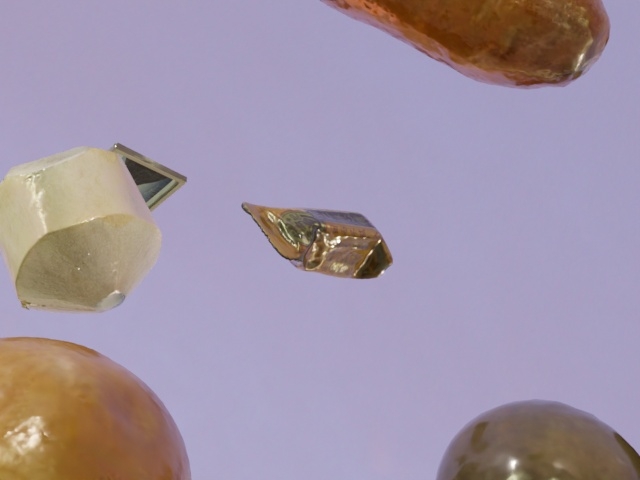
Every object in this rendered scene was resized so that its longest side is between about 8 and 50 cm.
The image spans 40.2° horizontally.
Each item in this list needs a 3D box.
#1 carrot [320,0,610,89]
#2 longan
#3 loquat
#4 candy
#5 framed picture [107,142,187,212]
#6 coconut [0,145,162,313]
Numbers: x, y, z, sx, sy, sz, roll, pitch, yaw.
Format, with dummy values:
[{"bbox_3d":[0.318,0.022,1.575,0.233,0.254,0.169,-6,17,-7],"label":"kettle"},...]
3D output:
[{"bbox_3d":[0.094,-0.181,0.601,0.225,0.159,0.159,48,-52,24],"label":"carrot"},{"bbox_3d":[0.288,0.342,1.113,0.297,0.297,0.297,10,-60,19],"label":"longan"},{"bbox_3d":[-0.274,0.246,0.797,0.328,0.328,0.328,10,-60,19],"label":"loquat"},{"bbox_3d":[0.000,0.000,1.402,0.143,0.271,0.101,47,-66,39],"label":"candy"},{"bbox_3d":[-0.363,-0.095,1.612,0.150,0.015,0.203,27,-42,-32],"label":"framed picture"},{"bbox_3d":[-0.357,0.000,1.300,0.239,0.239,0.244,-55,-128,35],"label":"coconut"}]
